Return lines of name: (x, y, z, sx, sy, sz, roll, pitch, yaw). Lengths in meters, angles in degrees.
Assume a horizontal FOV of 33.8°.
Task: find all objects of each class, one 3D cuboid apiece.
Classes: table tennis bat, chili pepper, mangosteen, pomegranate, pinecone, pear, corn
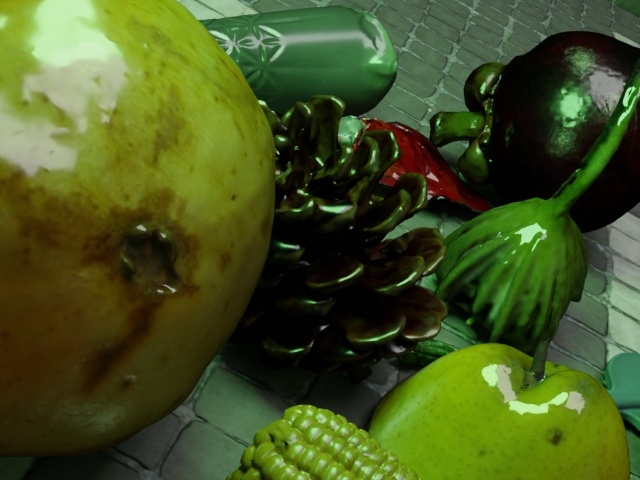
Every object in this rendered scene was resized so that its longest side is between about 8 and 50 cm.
table tennis bat: (0.373, 0.192, 1.236, 0.237, 0.038, 0.149, 5, 44, -39)
chili pepper: (0.131, 0.132, 1.135, 0.118, 0.035, 0.055, 32, 42, -13)
mangosteen: (0.340, -0.160, 1.477, 0.293, 0.297, 0.297, 41, 31, -2)
pomegranate: (-0.230, -0.035, 0.789, 0.410, 0.410, 0.410, 20, 32, -13)
pinecone: (0.000, 0.000, 1.010, 0.244, 0.309, 0.244, -8, 33, 5)
pear: (0.188, 0.183, 0.953, 0.267, 0.178, 0.267, 15, 45, -16)
corn: (0.078, 0.265, 0.806, 0.344, 0.131, 0.131, 40, 33, 13)

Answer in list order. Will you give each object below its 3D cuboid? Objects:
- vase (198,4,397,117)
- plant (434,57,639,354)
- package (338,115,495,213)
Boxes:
vase: (-0.083, -0.237, 1.407, 0.301, 0.156, 0.251, -7, 16, -34)
plant: (0.238, -0.036, 1.200, 0.180, 0.333, 0.251, 18, 42, 12)
package: (0.114, -0.114, 1.444, 0.269, 0.071, 0.194, 7, 44, -37)
